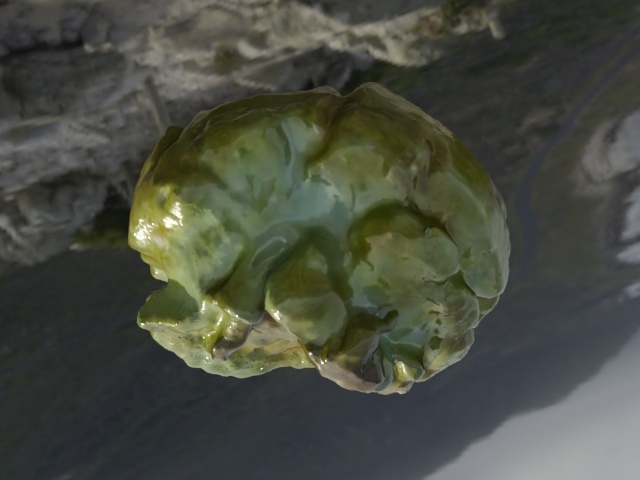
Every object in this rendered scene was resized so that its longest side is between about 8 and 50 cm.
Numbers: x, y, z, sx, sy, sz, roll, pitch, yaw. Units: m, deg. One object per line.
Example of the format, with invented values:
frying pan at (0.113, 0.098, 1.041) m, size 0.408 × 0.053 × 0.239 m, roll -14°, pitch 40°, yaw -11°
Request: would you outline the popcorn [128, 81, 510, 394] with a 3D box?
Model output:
popcorn at (0.000, 0.000, 0.704) m, size 0.221 × 0.183 × 0.204 m, roll 2°, pitch 166°, yaw 23°
